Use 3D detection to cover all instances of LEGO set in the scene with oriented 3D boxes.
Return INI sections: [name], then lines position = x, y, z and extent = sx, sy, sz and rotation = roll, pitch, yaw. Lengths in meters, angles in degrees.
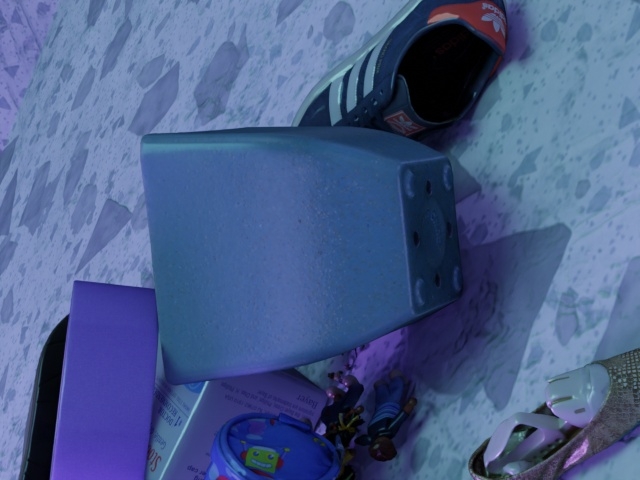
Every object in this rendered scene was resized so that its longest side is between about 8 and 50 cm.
[LEGO set]
position = 0.026, 0.117, 1.544
extent = 0.054, 0.023, 0.083
rotation = -18, 52, 56

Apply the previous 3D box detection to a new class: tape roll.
[tape roll]
position = -0.227, 0.181, 1.431
extent = 0.275, 0.090, 0.274
rotation = -174, 90, -79

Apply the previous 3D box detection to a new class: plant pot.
[plant pot]
position = 0.000, 0.000, 1.391
extent = 0.252, 0.247, 0.247
rotation = -4, 94, 26

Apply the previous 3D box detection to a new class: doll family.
[doll family]
position = 0.023, 0.205, 1.414
extent = 0.193, 0.076, 0.111
rotation = -53, 9, 32

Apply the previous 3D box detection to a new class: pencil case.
[pencil case]
position = -0.073, 0.302, 1.373
extent = 0.133, 0.119, 0.306
rotation = -49, -19, -57

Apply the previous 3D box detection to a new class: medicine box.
[medicine box]
position = -0.157, 0.244, 1.631
extent = 0.289, 0.149, 0.263
rotation = -64, 26, 1

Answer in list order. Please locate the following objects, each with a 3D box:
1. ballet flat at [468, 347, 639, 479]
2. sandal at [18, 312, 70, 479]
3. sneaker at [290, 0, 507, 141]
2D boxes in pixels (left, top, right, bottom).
[ballet flat]
position = 0.198, 0.152, 1.151
extent = 0.206, 0.067, 0.073
rotation = -49, 30, 29
[sandal]
position = -0.290, 0.211, 1.614
extent = 0.086, 0.120, 0.302
rotation = 144, 144, -68
[sneaker]
position = 0.078, -0.144, 1.554
extent = 0.350, 0.131, 0.148
rotation = -50, 25, 27
